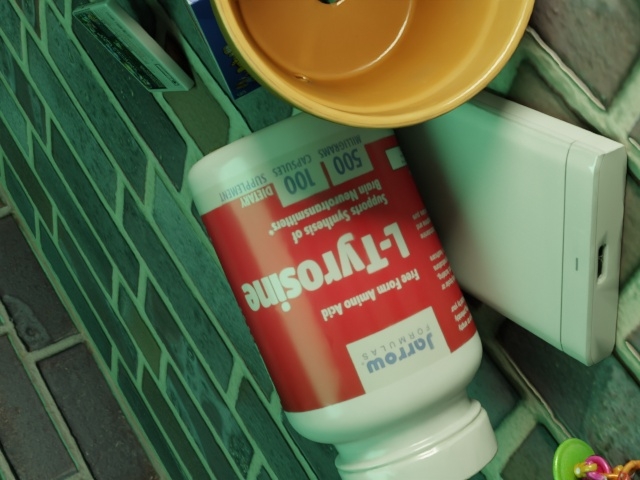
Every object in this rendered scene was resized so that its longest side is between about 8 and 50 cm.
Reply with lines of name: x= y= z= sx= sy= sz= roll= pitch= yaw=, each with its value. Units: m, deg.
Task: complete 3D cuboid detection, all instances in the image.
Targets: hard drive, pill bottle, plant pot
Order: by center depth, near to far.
plant pot: x=0.029 y=-0.247 z=0.947 sx=0.203 sy=0.290 sz=0.291 roll=-157 pitch=48 yaw=-77
hard drive: x=0.166 y=-0.046 z=1.075 sx=0.353 sy=0.047 sz=0.233 roll=34 pitch=139 yaw=48
pill bottle: x=0.034 y=0.068 z=1.101 sx=0.229 sy=0.229 sz=0.408 roll=-20 pitch=94 yaw=64

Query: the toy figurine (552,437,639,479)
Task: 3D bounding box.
toy figurine: x=0.320 y=0.274 z=1.008 sx=0.159 sy=0.130 sz=0.173 roll=-26 pitch=63 yaw=50

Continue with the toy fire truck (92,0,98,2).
toy fire truck: x=-0.349 y=-0.464 z=1.621 sx=0.217 sy=0.158 sz=0.246 roll=45 pitch=174 yaw=43

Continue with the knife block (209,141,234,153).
knife block: x=-0.066 y=0.015 z=1.486 sx=0.242 sy=0.088 sz=0.276 roll=84 pitch=165 yaw=-64

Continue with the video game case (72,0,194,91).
video game case: x=-0.308 y=-0.317 z=1.670 sx=0.190 sy=0.022 sz=0.173 roll=45 pitch=163 yaw=-27

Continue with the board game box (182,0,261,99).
board game box: x=-0.146 y=-0.334 z=1.234 sx=0.233 sy=0.078 sz=0.347 roll=62 pitch=179 yaw=9
